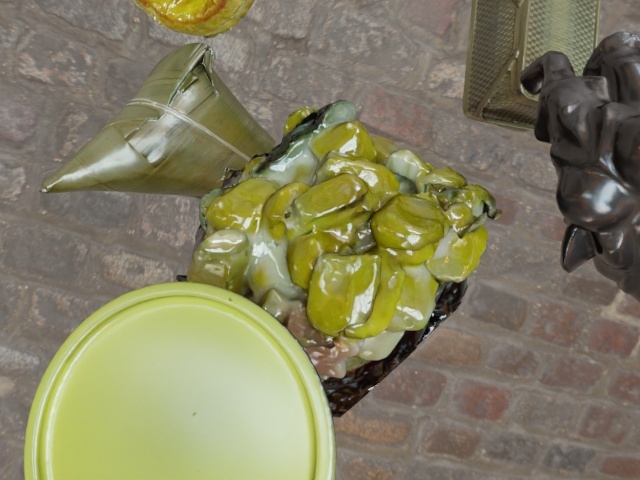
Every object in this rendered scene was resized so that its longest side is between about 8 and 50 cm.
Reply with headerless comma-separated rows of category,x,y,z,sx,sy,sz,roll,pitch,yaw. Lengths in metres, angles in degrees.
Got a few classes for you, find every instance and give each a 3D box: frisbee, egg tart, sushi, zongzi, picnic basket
frisbee,-0.103,0.146,0.395,0.235,0.017,0.236,-2,79,12
egg tart,-0.233,-0.515,0.995,0.294,0.116,0.295,9,122,14
sushi,0.000,0.000,0.623,0.328,0.285,0.329,-37,64,-17
zongzi,-0.220,-0.094,1.058,0.447,0.181,0.418,47,61,-20
picnic basket,0.352,-0.323,0.932,0.165,0.139,0.267,8,85,-24

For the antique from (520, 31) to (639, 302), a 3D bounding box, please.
antique,0.343,-0.055,0.577,0.322,0.255,0.185,40,128,-14
